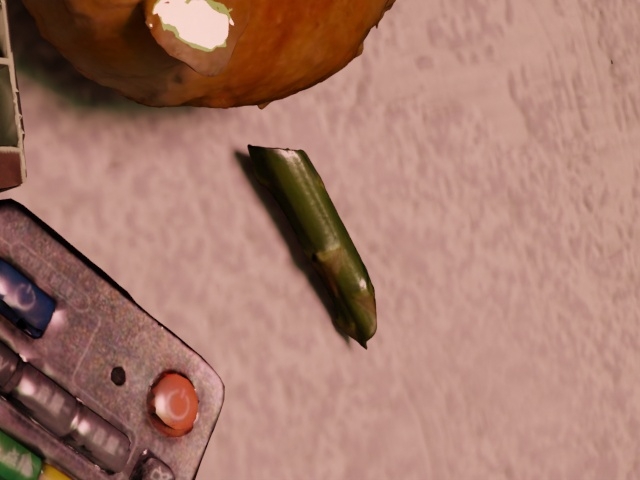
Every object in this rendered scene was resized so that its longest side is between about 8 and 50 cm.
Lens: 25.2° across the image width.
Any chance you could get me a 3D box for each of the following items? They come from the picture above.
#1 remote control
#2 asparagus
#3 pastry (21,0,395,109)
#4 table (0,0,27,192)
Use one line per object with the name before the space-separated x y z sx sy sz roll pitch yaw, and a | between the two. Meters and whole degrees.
remote control | -0.142 0.179 0.410 0.144 0.062 0.398 45 51 -31
asparagus | 0.000 0.000 0.624 0.021 0.025 0.108 -37 112 -23
pastry | -0.038 -0.158 0.548 0.229 0.100 0.218 1 90 -49
table | -0.175 -0.094 0.433 0.146 0.062 0.175 -2 82 -46
